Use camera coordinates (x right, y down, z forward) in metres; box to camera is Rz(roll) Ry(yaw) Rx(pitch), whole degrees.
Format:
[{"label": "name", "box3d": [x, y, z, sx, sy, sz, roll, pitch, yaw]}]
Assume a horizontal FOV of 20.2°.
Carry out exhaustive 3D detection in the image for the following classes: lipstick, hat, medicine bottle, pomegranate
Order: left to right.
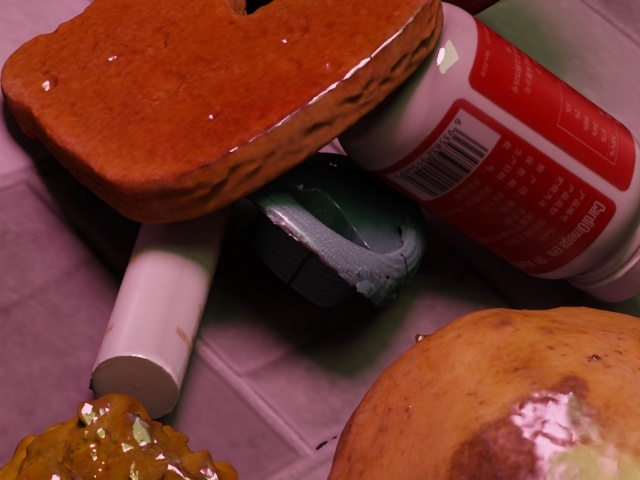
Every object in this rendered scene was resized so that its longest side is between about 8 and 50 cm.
[{"label": "lipstick", "box3d": [-0.096, 0.010, 1.190, 0.059, 0.059, 0.264, 19, 40, -6]}, {"label": "hat", "box3d": [0.000, 0.000, 1.229, 0.138, 0.078, 0.191, 40, 23, 16]}, {"label": "medicine bottle", "box3d": [0.138, -0.058, 1.277, 0.250, 0.131, 0.131, 32, 34, -26]}, {"label": "pomegranate", "box3d": [0.139, 0.169, 0.973, 0.281, 0.281, 0.281, 14, 40, -12]}]

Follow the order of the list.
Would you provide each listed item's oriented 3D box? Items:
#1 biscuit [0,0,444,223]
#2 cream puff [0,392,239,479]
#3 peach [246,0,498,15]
[{"label": "biscuit", "box3d": [-0.068, -0.122, 1.231, 0.262, 0.052, 0.277, -38, 40, -16]}, {"label": "cream puff", "box3d": [-0.111, 0.145, 0.989, 0.146, 0.116, 0.146, 14, 43, -14]}, {"label": "peach", "box3d": [0.001, -0.333, 1.406, 0.406, 0.335, 0.310, 44, 50, 16]}]
